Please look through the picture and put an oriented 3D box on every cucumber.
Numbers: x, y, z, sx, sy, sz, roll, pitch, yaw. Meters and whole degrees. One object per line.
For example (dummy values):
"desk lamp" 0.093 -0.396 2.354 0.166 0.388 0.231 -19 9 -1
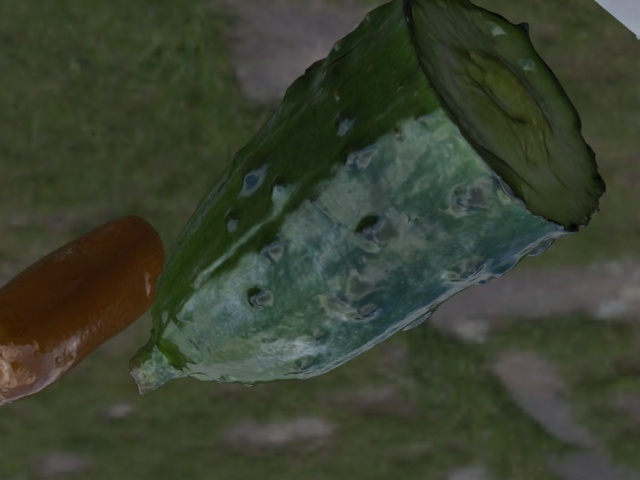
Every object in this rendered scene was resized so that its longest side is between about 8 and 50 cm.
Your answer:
"cucumber" 0.002 0.000 0.805 0.244 0.134 0.134 -36 142 25

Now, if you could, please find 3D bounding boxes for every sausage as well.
"sausage" -0.211 0.056 1.462 0.098 0.098 0.238 -26 -172 43

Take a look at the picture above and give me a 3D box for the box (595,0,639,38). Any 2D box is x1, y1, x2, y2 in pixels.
"box" 0.132 -0.285 0.957 0.333 0.145 0.173 41 150 4
